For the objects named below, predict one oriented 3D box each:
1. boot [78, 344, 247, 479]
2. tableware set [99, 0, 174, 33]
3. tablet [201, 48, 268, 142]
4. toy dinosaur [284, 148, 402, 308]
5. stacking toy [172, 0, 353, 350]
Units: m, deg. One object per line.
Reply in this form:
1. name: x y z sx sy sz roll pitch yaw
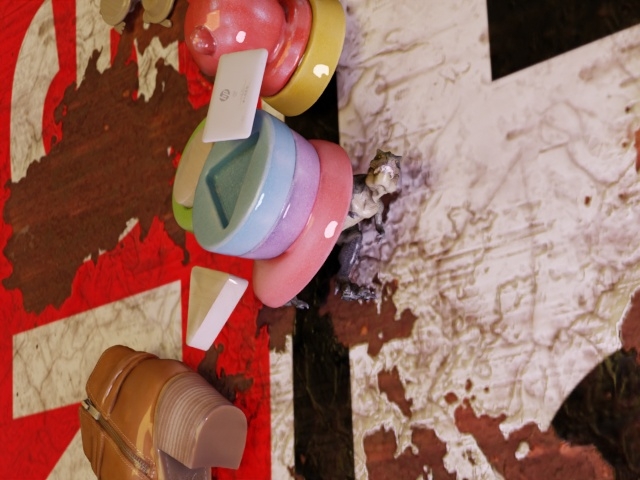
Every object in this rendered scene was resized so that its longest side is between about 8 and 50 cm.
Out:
1. boot: -0.192 0.251 1.686 0.220 0.109 0.283 22 99 50
2. tableware set: -0.192 -0.307 1.859 0.141 0.020 0.168 19 98 50
3. tablet: -0.074 -0.124 1.448 0.054 0.006 0.083 -3 67 38
4. toy dinosaur: 0.000 0.000 1.530 0.268 0.064 0.118 -21 62 51
5. stacking toy: -0.099 -0.076 1.555 0.279 0.130 0.309 -45 37 39
